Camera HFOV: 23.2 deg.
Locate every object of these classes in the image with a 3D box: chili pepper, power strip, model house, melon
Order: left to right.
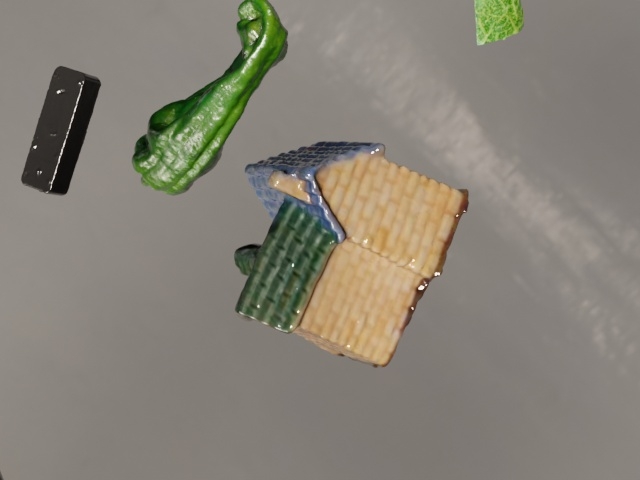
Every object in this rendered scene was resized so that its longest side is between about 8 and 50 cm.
[{"bbox_3d":[-0.226,-0.094,1.357,0.038,0.111,0.029,21,5,29],"label":"power strip"},{"bbox_3d":[-0.110,-0.128,1.512,0.074,0.257,0.100,24,36,-33],"label":"chili pepper"},{"bbox_3d":[0.000,0.000,1.395,0.172,0.166,0.183,24,83,-29],"label":"model house"},{"bbox_3d":[0.164,-0.338,1.592,0.053,0.262,0.114,-9,19,6],"label":"melon"}]

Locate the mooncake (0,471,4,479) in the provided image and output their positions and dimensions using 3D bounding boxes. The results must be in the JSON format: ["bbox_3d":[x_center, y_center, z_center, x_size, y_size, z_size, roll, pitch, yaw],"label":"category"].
[{"bbox_3d":[-0.314,0.198,0.772,0.378,0.200,0.378,43,35,-40],"label":"mooncake"}]
